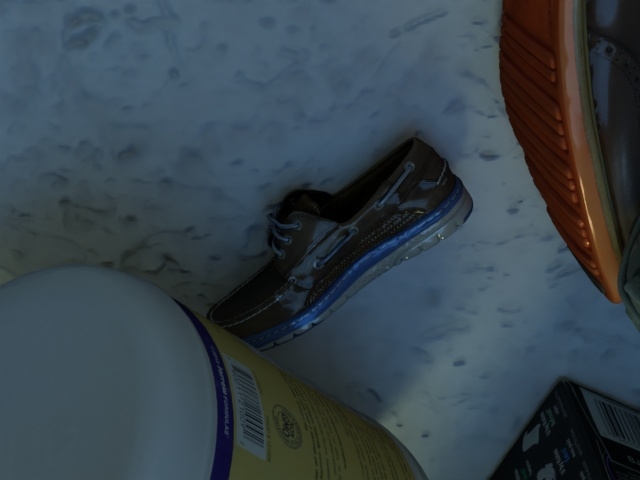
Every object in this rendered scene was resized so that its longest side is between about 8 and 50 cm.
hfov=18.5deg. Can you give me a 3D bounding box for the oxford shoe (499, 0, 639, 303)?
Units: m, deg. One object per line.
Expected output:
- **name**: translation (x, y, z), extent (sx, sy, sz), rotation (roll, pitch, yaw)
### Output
- **oxford shoe**: translation (0.174, -0.128, 1.118), extent (0.133, 0.130, 0.363), rotation (-17, 122, -9)

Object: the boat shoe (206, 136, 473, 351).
- **boat shoe**: translation (0.000, 0.000, 1.198), extent (0.183, 0.066, 0.066), rotation (-34, 113, 0)

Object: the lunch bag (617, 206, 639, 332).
- **lunch bag**: translation (0.338, 0.017, 1.145), extent (0.256, 0.212, 0.305), rotation (-42, 136, 15)

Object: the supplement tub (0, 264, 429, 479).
- **supplement tub**: translation (-0.075, 0.179, 1.143), extent (0.241, 0.241, 0.331), rotation (-40, 137, 13)

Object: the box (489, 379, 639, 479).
- **box**: translation (0.170, 0.257, 1.318), extent (0.165, 0.143, 0.270), rotation (25, 113, -19)
